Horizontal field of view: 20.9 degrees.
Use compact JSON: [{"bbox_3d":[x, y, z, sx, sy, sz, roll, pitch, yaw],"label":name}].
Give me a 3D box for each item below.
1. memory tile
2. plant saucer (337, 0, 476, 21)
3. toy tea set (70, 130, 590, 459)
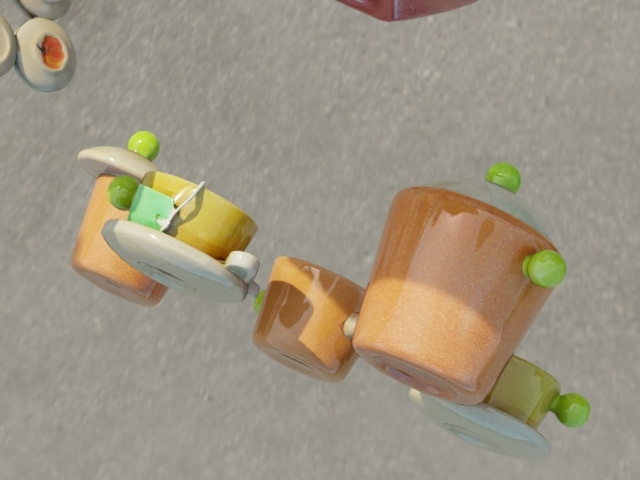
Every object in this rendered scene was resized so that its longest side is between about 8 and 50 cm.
[{"bbox_3d":[-0.165,-0.148,0.838,0.113,0.148,0.012,8,163,-44],"label":"memory tile"},{"bbox_3d":[-0.052,-0.185,0.676,0.259,0.258,0.048,25,75,10],"label":"plant saucer"},{"bbox_3d":[0.000,0.000,0.967,0.336,0.200,0.124,21,76,17],"label":"toy tea set"}]
